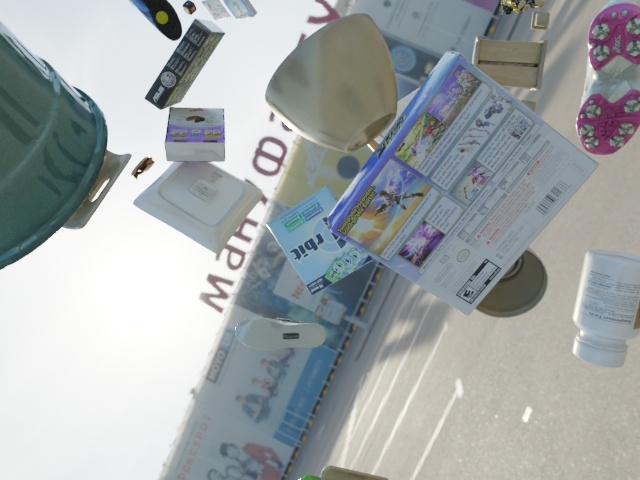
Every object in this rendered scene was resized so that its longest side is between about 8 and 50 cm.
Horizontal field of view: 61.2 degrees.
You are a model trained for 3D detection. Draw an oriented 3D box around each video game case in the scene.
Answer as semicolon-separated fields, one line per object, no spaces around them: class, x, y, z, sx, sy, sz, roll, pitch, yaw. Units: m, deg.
video game case;0.184;-0.065;0.725;0.269;0.244;0.061;-54;18;16

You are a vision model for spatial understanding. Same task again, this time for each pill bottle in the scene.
pill bottle;0.612;0.143;1.147;0.131;0.131;0.229;-43;-40;-75

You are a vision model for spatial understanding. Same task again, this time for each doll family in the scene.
doll family;0.496;-0.654;1.440;0.076;0.193;0.111;-53;31;14

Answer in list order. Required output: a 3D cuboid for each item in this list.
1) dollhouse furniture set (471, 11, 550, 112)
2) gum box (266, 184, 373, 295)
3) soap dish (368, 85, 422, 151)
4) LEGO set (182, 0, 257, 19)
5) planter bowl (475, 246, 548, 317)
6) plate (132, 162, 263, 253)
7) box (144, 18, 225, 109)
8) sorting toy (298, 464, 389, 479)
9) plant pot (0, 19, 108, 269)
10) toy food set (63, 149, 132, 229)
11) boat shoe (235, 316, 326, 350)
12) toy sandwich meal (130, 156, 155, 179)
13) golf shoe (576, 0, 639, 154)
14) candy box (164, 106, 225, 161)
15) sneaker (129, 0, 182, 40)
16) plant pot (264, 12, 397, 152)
dollhouse furniture set;0.486;-0.495;1.626;0.174;0.303;0.356;-73;-12;-77
gum box;0.000;0.000;1.157;0.157;0.184;0.041;-31;2;14
soap dish;0.262;-0.223;1.282;0.229;0.291;0.118;-34;-39;-4
LEGO set;-0.257;-0.519;1.111;0.060;0.244;0.182;-51;-52;-15
planter bowl;0.367;0.061;1.098;0.109;0.162;0.162;-62;-5;-64
plate;-0.335;-0.130;1.537;0.278;0.277;0.045;-59;-1;-40
box;-0.395;-0.522;1.602;0.270;0.060;0.216;-51;11;17
sorting toy;0.093;0.536;1.028;0.047;0.347;0.196;-44;35;31
plant pot;-0.483;-0.175;0.603;0.341;0.341;0.334;-63;-24;-23
toy food set;-0.553;-0.189;1.075;0.092;0.306;0.220;-21;40;42
boat shoe;-0.098;0.229;1.323;0.070;0.219;0.078;155;121;-79
toy sandwich meal;-0.521;-0.212;1.586;0.085;0.029;0.085;-45;14;15
golf shoe;0.554;-0.307;1.016;0.306;0.115;0.140;77;-148;-41
candy box;-0.360;-0.311;1.573;0.196;0.164;0.070;-101;13;-47
sneaker;-0.443;-0.612;1.407;0.069;0.209;0.082;-49;31;-9
plant pot;0.053;-0.301;1.145;0.284;0.191;0.284;-35;-7;-5
